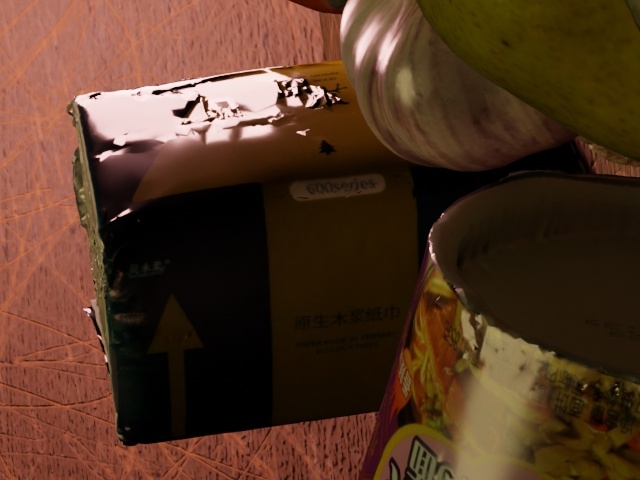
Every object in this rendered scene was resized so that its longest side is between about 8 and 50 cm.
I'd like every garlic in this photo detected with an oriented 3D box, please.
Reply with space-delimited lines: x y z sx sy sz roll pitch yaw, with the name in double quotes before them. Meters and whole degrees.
"garlic" 0.153 -0.121 1.293 0.253 0.245 0.245 47 -164 -36

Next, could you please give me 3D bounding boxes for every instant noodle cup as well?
"instant noodle cup" 0.170 0.129 1.027 0.340 0.340 0.266 -112 27 -61

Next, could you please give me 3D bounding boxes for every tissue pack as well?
"tissue pack" 0.000 0.000 1.631 0.264 0.416 0.253 -110 14 -57

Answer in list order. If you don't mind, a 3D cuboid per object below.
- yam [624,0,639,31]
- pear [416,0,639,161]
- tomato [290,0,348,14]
"yam" 0.213 -0.099 0.454 0.168 0.304 0.168 164 90 -76
"pear" 0.174 -0.154 0.721 0.294 0.294 0.294 172 90 -83
"tomato" 0.022 -0.342 1.497 0.341 0.341 0.273 96 178 -62
